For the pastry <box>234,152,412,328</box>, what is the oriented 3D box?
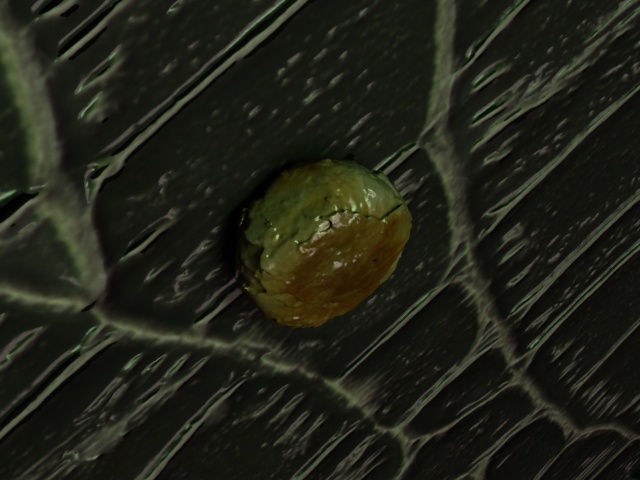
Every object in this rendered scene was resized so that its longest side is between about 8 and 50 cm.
[{"bbox_3d":[0.001,0.004,0.836,0.153,0.081,0.153,-31,147,-23],"label":"pastry"}]
